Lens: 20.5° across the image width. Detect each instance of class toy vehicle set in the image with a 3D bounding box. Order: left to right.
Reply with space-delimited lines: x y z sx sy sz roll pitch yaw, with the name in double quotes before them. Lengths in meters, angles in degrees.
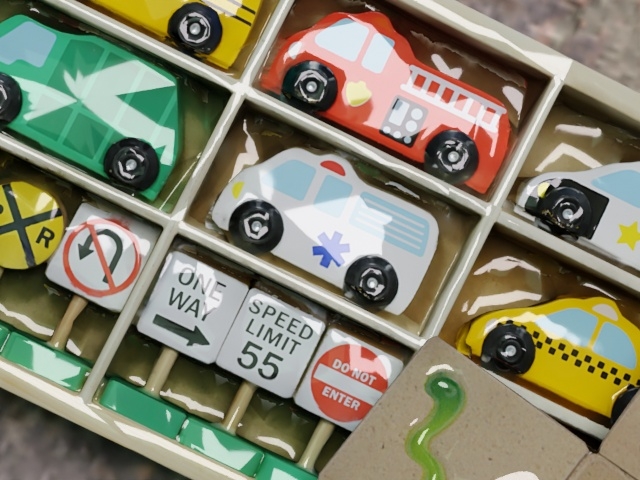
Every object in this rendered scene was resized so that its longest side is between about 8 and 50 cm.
"toy vehicle set" 0.000 0.000 0.549 0.267 0.035 0.166 26 87 -4

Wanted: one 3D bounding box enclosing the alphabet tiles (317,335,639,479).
"alphabet tiles" 0.074 0.192 0.450 0.285 0.011 0.342 36 72 14
